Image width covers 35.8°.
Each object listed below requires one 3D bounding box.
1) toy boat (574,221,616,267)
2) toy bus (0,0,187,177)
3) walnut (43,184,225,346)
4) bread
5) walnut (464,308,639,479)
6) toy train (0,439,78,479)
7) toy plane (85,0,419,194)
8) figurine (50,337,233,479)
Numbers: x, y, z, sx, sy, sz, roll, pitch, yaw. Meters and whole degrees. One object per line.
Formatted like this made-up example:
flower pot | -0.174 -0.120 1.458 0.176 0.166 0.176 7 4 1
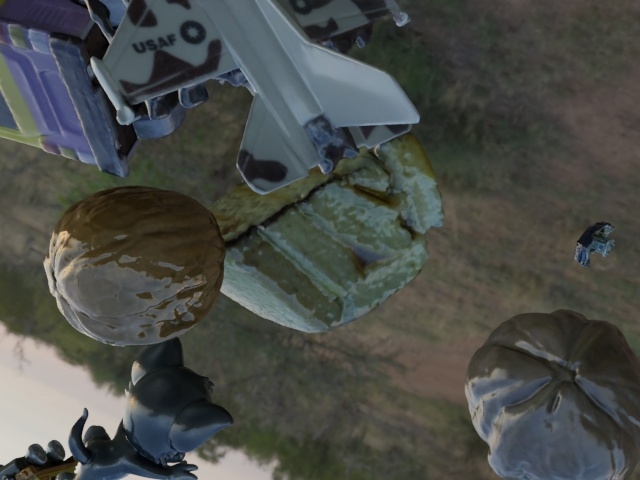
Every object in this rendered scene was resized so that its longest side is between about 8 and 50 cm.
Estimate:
toy boat | 0.316 0.003 1.126 0.038 0.083 0.038 20 129 27
toy bus | -0.226 -0.315 1.077 0.249 0.439 0.209 16 150 14
walnut | -0.211 0.027 1.169 0.213 0.213 0.213 25 171 4
bread | -0.005 0.008 1.533 0.239 0.395 0.264 25 146 59
walnut | 0.261 0.181 1.090 0.224 0.224 0.224 25 171 4
toy train | -0.479 0.420 1.701 0.127 0.089 0.219 57 -175 12
toy plane | -0.045 -0.112 0.427 0.234 0.160 0.082 51 144 17
figurine | -0.263 0.259 1.386 0.140 0.265 0.193 78 167 -49
